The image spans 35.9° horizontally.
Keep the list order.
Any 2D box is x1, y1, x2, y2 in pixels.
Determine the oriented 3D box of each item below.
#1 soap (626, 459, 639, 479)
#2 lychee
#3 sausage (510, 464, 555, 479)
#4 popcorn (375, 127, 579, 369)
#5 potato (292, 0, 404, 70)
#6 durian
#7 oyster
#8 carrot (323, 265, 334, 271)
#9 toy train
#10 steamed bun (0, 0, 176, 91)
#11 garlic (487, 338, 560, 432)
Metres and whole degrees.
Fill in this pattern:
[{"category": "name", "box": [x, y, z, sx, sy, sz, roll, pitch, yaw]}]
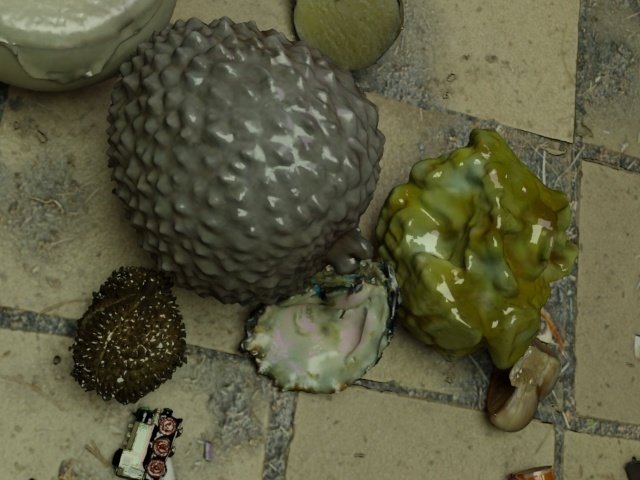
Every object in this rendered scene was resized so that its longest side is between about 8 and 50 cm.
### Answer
[{"category": "soap", "box": [0.693, 0.498, 1.700, 0.285, 0.107, 0.296, -9, 80, -21]}, {"category": "lychee", "box": [-0.097, -0.110, 1.360, 0.432, 0.380, 0.380, 44, 65, 6]}, {"category": "sausage", "box": [0.370, 0.485, 1.593, 0.071, 0.071, 0.234, -9, 80, -23]}, {"category": "popcorn", "box": [0.249, 0.022, 1.581, 0.293, 0.292, 0.334, 35, 82, 29]}, {"category": "potato", "box": [0.056, -0.390, 1.661, 0.202, 0.182, 0.117, 37, 27, 10]}, {"category": "durian", "box": [-0.262, 0.123, 1.363, 0.166, 0.196, 0.196, 8, 74, -31]}, {"category": "oyster", "box": [0.010, 0.123, 1.495, 0.198, 0.092, 0.259, 40, 109, -18]}, {"category": "carrot", "box": [0.000, 0.000, 1.563, 0.087, 0.087, 0.194, -1, 79, -21]}, {"category": "toy train", "box": [-0.263, 0.352, 1.388, 0.085, 0.053, 0.250, 20, 70, -10]}, {"category": "steamed bun", "box": [-0.389, -0.383, 1.417, 0.374, 0.241, 0.375, 4, 76, -15]}, {"category": "garlic", "box": [0.329, 0.234, 1.634, 0.124, 0.099, 0.174, 44, 69, -27]}]
